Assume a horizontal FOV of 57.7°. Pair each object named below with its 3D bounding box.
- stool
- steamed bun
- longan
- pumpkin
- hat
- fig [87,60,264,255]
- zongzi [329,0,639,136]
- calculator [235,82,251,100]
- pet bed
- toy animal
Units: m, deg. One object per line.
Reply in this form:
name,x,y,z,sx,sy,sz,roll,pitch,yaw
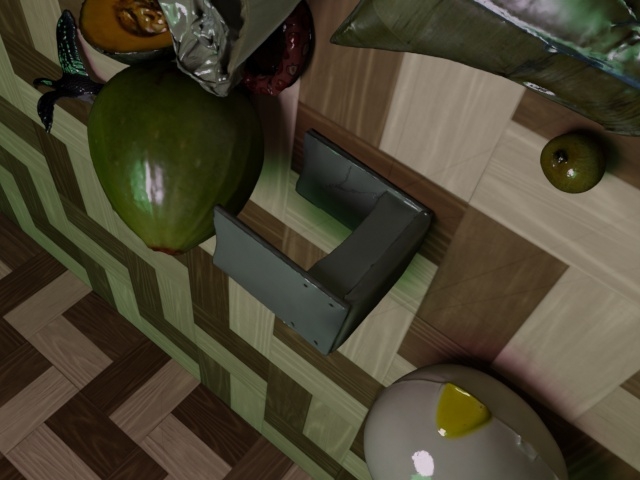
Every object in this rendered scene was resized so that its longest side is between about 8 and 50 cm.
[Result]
stool,0.000,0.000,0.961,0.270,0.243,0.170,37,146,14
steamed bun,0.257,0.401,1.052,0.374,0.334,0.334,42,148,-3
longan,0.293,-0.091,0.682,0.075,0.083,0.075,-4,84,46
pumpkin,-0.347,-0.371,1.009,0.278,0.163,0.111,45,154,19
hat,-0.115,-0.330,0.809,0.214,0.245,0.149,58,-179,8
fig,-0.243,-0.131,0.974,0.316,0.316,0.316,30,144,24
zongzi,0.184,-0.205,0.605,0.323,0.160,0.360,50,147,-4
calculator,-0.192,-0.282,1.081,0.161,0.021,0.261,28,144,24
pet bed,-0.097,-0.324,0.891,0.201,0.053,0.201,22,133,26
toy animal,-0.584,-0.345,1.343,0.160,0.272,0.197,24,159,-39
